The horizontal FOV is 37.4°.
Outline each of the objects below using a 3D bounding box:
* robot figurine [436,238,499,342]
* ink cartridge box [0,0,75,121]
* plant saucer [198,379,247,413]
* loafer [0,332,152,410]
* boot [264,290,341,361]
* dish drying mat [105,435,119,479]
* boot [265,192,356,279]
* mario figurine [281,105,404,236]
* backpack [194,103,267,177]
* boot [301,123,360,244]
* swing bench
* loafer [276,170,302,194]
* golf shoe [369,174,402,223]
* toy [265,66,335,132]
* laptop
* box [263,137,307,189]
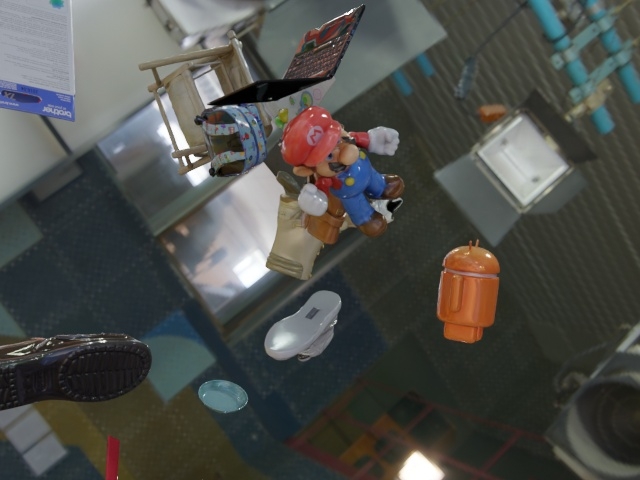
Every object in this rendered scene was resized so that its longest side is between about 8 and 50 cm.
[{"bbox_3d":[0.319,0.107,2.044,0.128,0.158,0.219,16,-79,63],"label":"robot figurine"},{"bbox_3d":[-0.506,-0.331,1.569,0.065,0.186,0.311,-40,-128,45],"label":"ink cartridge box"},{"bbox_3d":[-0.235,0.378,2.265,0.119,0.119,0.021,35,-57,36],"label":"plant saucer"},{"bbox_3d":[-0.502,0.226,1.796,0.130,0.366,0.134,45,-51,51],"label":"loafer"},{"bbox_3d":[-0.035,0.218,2.046,0.095,0.258,0.123,21,-56,25],"label":"boot"},{"bbox_3d":[-0.367,0.388,1.670,0.032,0.008,0.083,46,31,-49],"label":"dish drying mat"},{"bbox_3d":[0.000,0.000,2.354,0.095,0.262,0.203,34,-67,61],"label":"boot"},{"bbox_3d":[0.056,-0.123,1.704,0.320,0.170,0.198,39,35,-49],"label":"mario figurine"},{"bbox_3d":[-0.175,-0.217,2.008,0.173,0.117,0.158,3,-71,61],"label":"backpack"},{"bbox_3d":[0.001,-0.138,2.050,0.283,0.109,0.220,46,-49,53],"label":"boot"},{"bbox_3d":[-0.273,-0.332,2.300,0.165,0.254,0.253,100,-31,-79],"label":"swing bench"},{"bbox_3d":[-0.070,-0.117,2.434,0.148,0.050,0.056,47,15,-27],"label":"loafer"},{"bbox_3d":[0.144,-0.084,2.052,0.086,0.176,0.069,-8,-53,27],"label":"golf shoe"},{"bbox_3d":[-0.039,-0.368,2.347,0.137,0.056,0.237,57,-47,19],"label":"toy"},{"bbox_3d":[-0.069,-0.358,1.843,0.136,0.264,0.234,32,-18,-25],"label":"laptop"},{"bbox_3d":[-0.054,-0.201,2.685,0.156,0.093,0.158,51,24,21],"label":"box"}]
